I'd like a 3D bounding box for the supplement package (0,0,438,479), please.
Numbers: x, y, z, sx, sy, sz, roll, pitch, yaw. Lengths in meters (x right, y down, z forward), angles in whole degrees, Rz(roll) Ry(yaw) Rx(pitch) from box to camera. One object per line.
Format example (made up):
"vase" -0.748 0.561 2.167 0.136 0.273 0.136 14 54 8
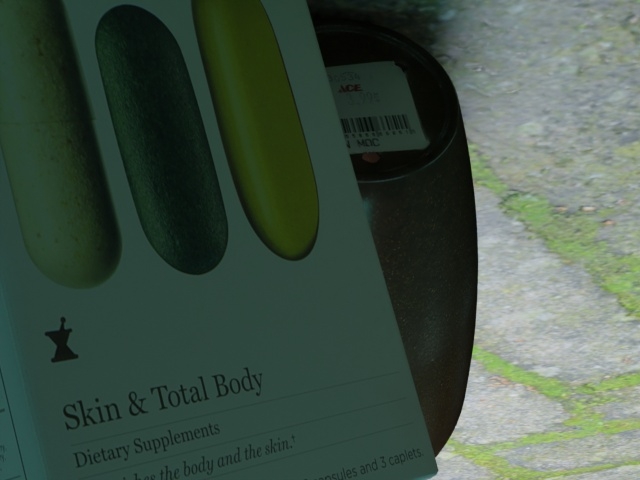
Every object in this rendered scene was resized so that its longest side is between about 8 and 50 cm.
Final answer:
"supplement package" -0.114 0.008 0.589 0.198 0.262 0.199 -22 169 41

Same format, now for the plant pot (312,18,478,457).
"plant pot" 0.000 0.000 0.755 0.215 0.215 0.230 2 143 -9
